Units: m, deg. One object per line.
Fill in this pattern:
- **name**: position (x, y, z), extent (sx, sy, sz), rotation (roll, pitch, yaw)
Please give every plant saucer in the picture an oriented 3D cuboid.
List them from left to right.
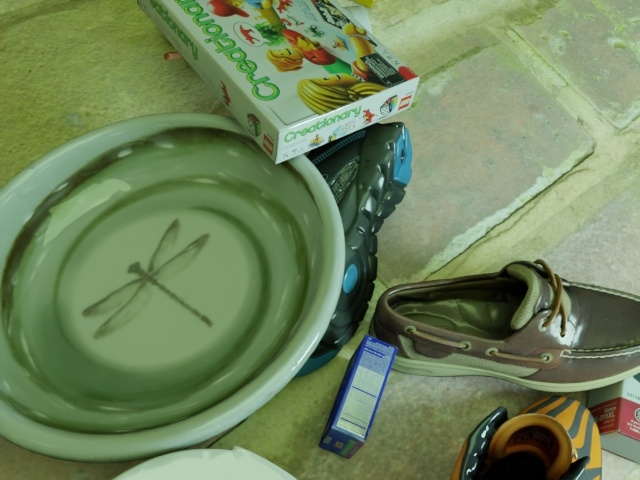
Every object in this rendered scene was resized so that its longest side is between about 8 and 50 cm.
- **plant saucer**: position (-0.171, 0.039, 0.672), extent (0.400, 0.101, 0.401), rotation (-3, 54, 5)

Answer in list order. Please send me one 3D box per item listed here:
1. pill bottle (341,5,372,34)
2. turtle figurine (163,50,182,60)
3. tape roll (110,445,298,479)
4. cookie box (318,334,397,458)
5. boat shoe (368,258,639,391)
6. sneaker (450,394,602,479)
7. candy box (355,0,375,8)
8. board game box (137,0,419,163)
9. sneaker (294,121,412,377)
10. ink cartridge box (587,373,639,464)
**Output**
- **pill bottle**: position (-0.032, -0.273, 0.897), extent (0.193, 0.108, 0.108), rotation (-13, 67, -20)
- **turtle figurine**: position (-0.194, -0.382, 0.927), extent (0.217, 0.087, 0.269), rotation (34, 61, 5)
- **tape roll**: position (-0.104, 0.312, 0.541), extent (0.246, 0.169, 0.246), rotation (6, 61, -10)
- **cookie box**: position (0.039, 0.168, 0.694), extent (0.040, 0.092, 0.107), rotation (23, 61, 3)
- **boat shoe**: position (0.227, 0.087, 0.727), extent (0.341, 0.123, 0.123), rotation (3, 55, 3)
- **sneaker**: position (0.213, 0.216, 0.620), extent (0.124, 0.180, 0.321), rotation (26, 38, 26)
- **candy box**: position (0.011, -0.454, 1.048), extent (0.205, 0.027, 0.105), rotation (26, 63, 1)
- **board game box**: position (-0.057, -0.234, 0.759), extent (0.193, 0.053, 0.305), rotation (-27, 62, -27)
- **sneaker**: position (0.000, 0.000, 0.778), extent (0.139, 0.125, 0.341), rotation (11, 60, 24)
- **ink cartridge box**: position (0.402, 0.176, 0.785), extent (0.127, 0.072, 0.175), rotation (21, 61, -1)
